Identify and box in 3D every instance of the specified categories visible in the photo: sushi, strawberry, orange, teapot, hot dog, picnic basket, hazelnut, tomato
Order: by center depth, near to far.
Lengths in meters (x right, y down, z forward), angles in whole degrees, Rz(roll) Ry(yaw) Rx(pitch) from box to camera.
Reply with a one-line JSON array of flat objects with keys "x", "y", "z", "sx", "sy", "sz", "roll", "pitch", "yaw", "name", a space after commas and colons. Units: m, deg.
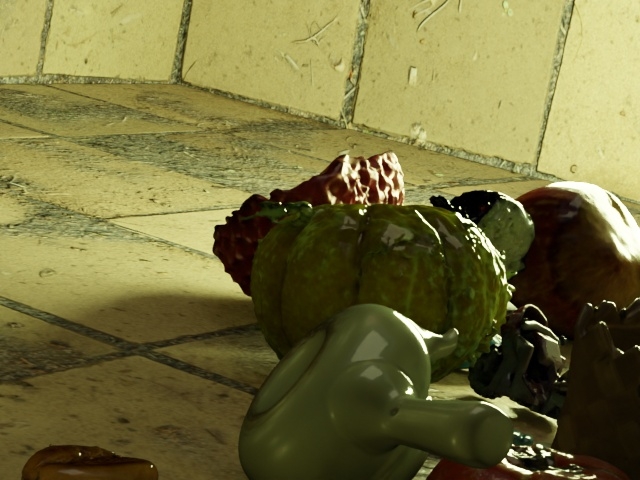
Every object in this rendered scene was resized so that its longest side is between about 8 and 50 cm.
[{"x": -0.205, "y": 0.209, "z": 1.577, "sx": 0.090, "sy": 0.060, "sz": 0.140, "roll": 14, "pitch": 4, "yaw": 39, "name": "hot dog"}, {"x": 0.037, "y": 0.169, "z": 1.650, "sx": 0.149, "sy": 0.220, "sz": 0.318, "roll": 39, "pitch": 7, "yaw": -11, "name": "teapot"}, {"x": 0.194, "y": 0.239, "z": 1.672, "sx": 0.237, "sy": 0.095, "sz": 0.237, "roll": 9, "pitch": 11, "yaw": -2, "name": "tomato"}, {"x": 0.403, "y": 0.132, "z": 1.823, "sx": 0.254, "sy": 0.321, "sz": 0.291, "roll": 5, "pitch": 16, "yaw": -41, "name": "picnic basket"}, {"x": 0.063, "y": 0.066, "z": 2.115, "sx": 0.300, "sy": 0.223, "sz": 0.301, "roll": 7, "pitch": 2, "yaw": 16, "name": "orange"}, {"x": 0.000, "y": 0.000, "z": 2.367, "sx": 0.265, "sy": 0.149, "sz": 0.336, "roll": -23, "pitch": -8, "yaw": -1, "name": "strawberry"}, {"x": 0.172, "y": 0.023, "z": 2.424, "sx": 0.147, "sy": 0.212, "sz": 0.115, "roll": 37, "pitch": -3, "yaw": -43, "name": "sushi"}, {"x": 0.333, "y": 0.039, "z": 2.533, "sx": 0.234, "sy": 0.218, "sz": 0.218, "roll": 54, "pitch": 5, "yaw": -6, "name": "hazelnut"}]

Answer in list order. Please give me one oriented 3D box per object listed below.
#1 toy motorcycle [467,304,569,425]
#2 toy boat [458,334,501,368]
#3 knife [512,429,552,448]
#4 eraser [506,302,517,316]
[{"x": 0.260, "y": 0.148, "z": 2.126, "sx": 0.082, "sy": 0.122, "sz": 0.213, "roll": 19, "pitch": 4, "yaw": -42, "name": "toy motorcycle"}, {"x": 0.149, "y": 0.114, "z": 2.303, "sx": 0.185, "sy": 0.075, "sz": 0.077, "roll": 16, "pitch": 21, "yaw": 15, "name": "toy boat"}, {"x": 0.243, "y": 0.222, "z": 1.982, "sx": 0.244, "sy": 0.032, "sz": 0.058, "roll": 15, "pitch": 6, "yaw": 4, "name": "knife"}, {"x": 0.215, "y": 0.095, "z": 2.597, "sx": 0.104, "sy": 0.023, "sz": 0.150, "roll": 19, "pitch": 14, "yaw": 37, "name": "eraser"}]
